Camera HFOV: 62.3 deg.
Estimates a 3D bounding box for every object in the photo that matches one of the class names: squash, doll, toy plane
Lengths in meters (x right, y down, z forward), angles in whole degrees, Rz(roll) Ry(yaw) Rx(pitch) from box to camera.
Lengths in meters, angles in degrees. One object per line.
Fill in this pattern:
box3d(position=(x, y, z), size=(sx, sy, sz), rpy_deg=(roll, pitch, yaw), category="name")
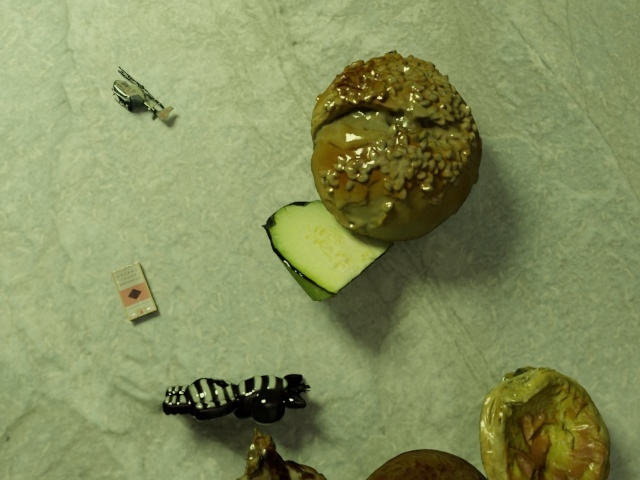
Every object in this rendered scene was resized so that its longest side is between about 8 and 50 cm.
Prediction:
box3d(position=(-0.002, 0.020, 0.862), size=(0.184, 0.085, 0.192), rpy_deg=(35, 44, 22), category="squash")
box3d(position=(-0.123, 0.239, 0.801), size=(0.219, 0.091, 0.067), rpy_deg=(-1, 104, -9), category="doll")
box3d(position=(-0.305, -0.239, 0.886), size=(0.121, 0.031, 0.049), rpy_deg=(38, 69, 3), category="toy plane")

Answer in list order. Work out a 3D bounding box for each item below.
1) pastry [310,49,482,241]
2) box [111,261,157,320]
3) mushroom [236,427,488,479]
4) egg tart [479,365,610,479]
box3d(position=(0.124, -0.164, 0.834), size=(0.284, 0.184, 0.315), rpy_deg=(14, 67, -4), category="pastry")
box3d(position=(-0.295, 0.081, 0.841), size=(0.046, 0.012, 0.083), rpy_deg=(-22, 84, -11), category="box")
box3d(position=(0.076, 0.454, 0.742), size=(0.334, 0.356, 0.331), rpy_deg=(18, 72, -43), category="mushroom")
box3d(position=(0.340, 0.316, 0.832), size=(0.241, 0.106, 0.241), rpy_deg=(5, 74, -16), category="egg tart")
